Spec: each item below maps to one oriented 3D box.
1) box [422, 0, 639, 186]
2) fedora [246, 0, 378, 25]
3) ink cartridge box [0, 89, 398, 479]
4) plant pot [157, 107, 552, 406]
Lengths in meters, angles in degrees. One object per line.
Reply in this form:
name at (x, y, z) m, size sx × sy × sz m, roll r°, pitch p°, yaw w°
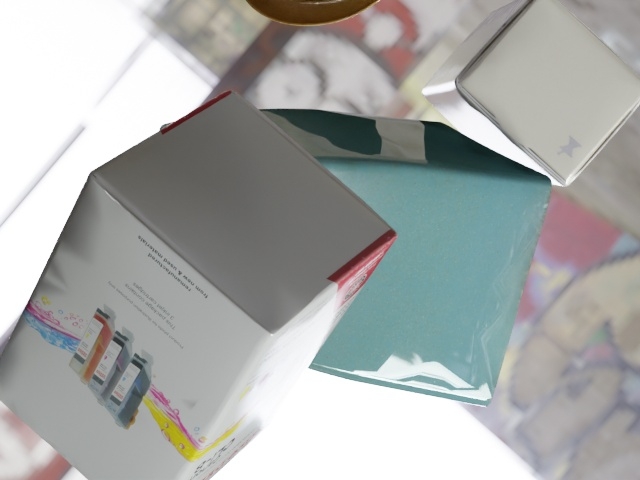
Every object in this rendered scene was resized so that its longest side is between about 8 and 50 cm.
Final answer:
box at (0.153, -0.111, 1.453) m, size 0.113 × 0.094 × 0.275 m, roll 42°, pitch -179°, yaw -5°
fedora at (-0.005, -0.292, 1.805) m, size 0.194 × 0.194 × 0.079 m, roll 41°, pitch 180°, yaw 29°
ink cartridge box at (-0.071, 0.038, 1.043) m, size 0.127 × 0.176 × 0.128 m, roll 41°, pitch -139°, yaw 10°
plant pot at (0.000, 0.000, 1.331) m, size 0.234 × 0.166 × 0.165 m, roll 8°, pitch -166°, yaw -28°
